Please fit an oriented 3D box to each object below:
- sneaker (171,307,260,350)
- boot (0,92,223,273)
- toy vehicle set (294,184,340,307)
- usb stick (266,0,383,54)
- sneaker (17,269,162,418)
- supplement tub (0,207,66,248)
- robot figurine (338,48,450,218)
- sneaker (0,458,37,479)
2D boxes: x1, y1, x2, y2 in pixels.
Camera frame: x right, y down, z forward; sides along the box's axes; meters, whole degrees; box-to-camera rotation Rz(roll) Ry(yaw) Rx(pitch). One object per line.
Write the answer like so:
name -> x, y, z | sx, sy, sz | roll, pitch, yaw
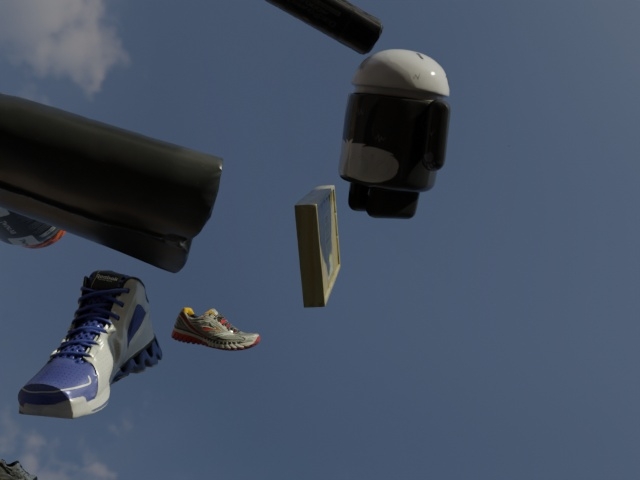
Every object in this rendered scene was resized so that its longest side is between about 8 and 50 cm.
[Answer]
sneaker -> -0.256, 0.217, 1.580 | 0.225, 0.088, 0.093 | 10, -95, 11
boot -> -0.322, -0.129, 0.731 | 0.444, 0.367, 0.146 | 23, -117, -15
toy vehicle set -> 0.000, 0.000, 1.129 | 0.035, 0.267, 0.166 | -3, -80, 8
usb stick -> -0.005, -0.449, 1.240 | 0.277, 0.045, 0.077 | 22, -59, -22
sneaker -> -0.366, 0.148, 1.039 | 0.127, 0.315, 0.182 | 0, -79, 12
supplement tub -> -0.707, -0.119, 1.473 | 0.207, 0.338, 0.207 | 0, -114, 0
robot figurine -> 0.125, -0.179, 1.093 | 0.209, 0.173, 0.278 | 11, -78, 20
sneaker -> -0.560, 0.428, 1.193 | 0.031, 0.083, 0.037 | -4, -118, 47
